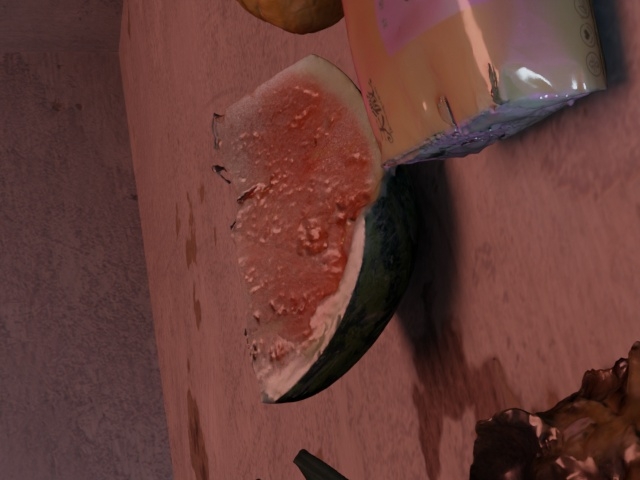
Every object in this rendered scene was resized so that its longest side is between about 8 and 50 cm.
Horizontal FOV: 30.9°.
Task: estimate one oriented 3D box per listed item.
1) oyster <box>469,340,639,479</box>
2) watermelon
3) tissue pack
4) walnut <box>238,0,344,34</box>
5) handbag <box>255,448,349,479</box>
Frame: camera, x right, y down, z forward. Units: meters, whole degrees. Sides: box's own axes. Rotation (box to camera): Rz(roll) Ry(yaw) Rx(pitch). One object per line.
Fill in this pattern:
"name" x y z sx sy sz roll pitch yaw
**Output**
"oyster" 0.158 0.161 0.704 0.361 0.096 0.221 169 105 -71
"watermelon" 0.000 0.000 1.053 0.224 0.180 0.305 92 170 -60
"tissue pack" 0.095 -0.194 0.803 0.215 0.123 0.256 153 106 -70
"walnut" -0.022 -0.302 1.128 0.197 0.165 0.165 99 160 -45
"handbag" 0.076 0.278 0.744 0.268 0.100 0.274 50 169 -17
